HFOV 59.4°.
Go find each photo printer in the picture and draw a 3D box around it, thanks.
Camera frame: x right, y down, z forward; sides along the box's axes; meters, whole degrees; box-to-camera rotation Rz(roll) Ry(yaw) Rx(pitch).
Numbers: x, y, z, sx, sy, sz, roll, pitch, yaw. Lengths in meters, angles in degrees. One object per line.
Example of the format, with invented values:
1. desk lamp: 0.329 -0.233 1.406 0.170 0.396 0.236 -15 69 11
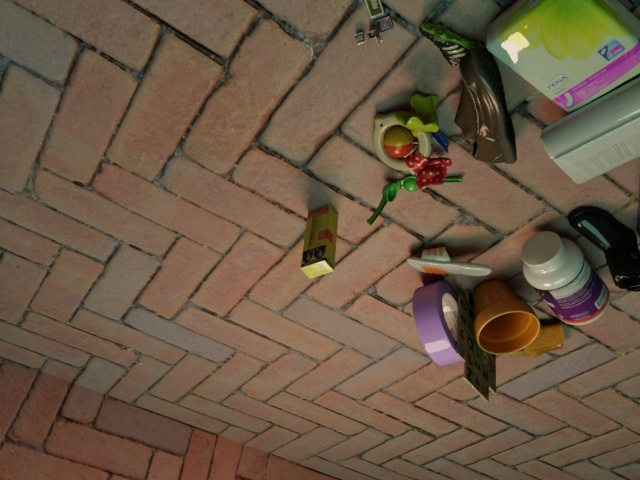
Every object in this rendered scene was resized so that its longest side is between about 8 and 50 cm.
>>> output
1. photo printer: 0.716 -0.266 1.344 0.307 0.107 0.256 -29 153 31

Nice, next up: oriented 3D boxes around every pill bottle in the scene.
1. pill bottle: 0.751 0.114 1.738 0.181 0.182 0.323 -28 126 31

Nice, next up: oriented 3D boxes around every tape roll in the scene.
1. tape roll: 0.412 0.276 1.882 0.090 0.275 0.275 -22 129 29

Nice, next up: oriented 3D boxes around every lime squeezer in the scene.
1. lime squeezer: 0.247 -0.143 1.600 0.310 0.110 0.059 -24 117 -11

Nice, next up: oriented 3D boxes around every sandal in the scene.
1. sandal: 0.414 0.063 1.802 0.265 0.076 0.102 5 160 19

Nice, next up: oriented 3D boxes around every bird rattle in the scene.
1. bird rattle: 0.239 -0.255 1.472 0.206 0.143 0.254 11 137 29

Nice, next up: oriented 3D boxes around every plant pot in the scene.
1. plant pot: 0.596 0.242 1.871 0.205 0.188 0.205 -3 128 -3

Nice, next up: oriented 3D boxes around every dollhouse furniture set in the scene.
1. dollhouse furniture set: 0.106 -0.493 1.258 0.090 0.081 0.114 -12 133 19

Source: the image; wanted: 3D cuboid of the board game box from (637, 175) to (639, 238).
1. board game box: 1.043 -0.123 1.523 0.308 0.086 0.302 -11 133 18

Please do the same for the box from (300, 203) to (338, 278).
1. box: 0.000 0.000 1.676 0.087 0.232 0.058 -18 131 25

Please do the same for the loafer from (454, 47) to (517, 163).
1. loafer: 0.388 -0.300 1.365 0.130 0.134 0.366 -9 143 24

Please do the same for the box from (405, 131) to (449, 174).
1. box: 0.284 -0.242 1.537 0.136 0.028 0.081 -30 125 35

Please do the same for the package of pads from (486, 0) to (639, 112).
1. package of pads: 0.540 -0.430 1.223 0.296 0.101 0.229 29 148 -20

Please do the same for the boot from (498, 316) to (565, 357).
1. boot: 0.765 0.327 2.030 0.211 0.104 0.295 -19 136 18

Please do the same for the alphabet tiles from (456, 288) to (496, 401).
1. alphabet tiles: 0.529 0.350 1.897 0.011 0.343 0.285 -19 132 34

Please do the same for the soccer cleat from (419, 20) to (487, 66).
1. soccer cleat: 0.301 -0.447 1.300 0.178 0.060 0.072 18 137 -15

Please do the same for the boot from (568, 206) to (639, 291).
1. boot: 0.843 0.028 1.619 0.246 0.207 0.094 24 134 -16
